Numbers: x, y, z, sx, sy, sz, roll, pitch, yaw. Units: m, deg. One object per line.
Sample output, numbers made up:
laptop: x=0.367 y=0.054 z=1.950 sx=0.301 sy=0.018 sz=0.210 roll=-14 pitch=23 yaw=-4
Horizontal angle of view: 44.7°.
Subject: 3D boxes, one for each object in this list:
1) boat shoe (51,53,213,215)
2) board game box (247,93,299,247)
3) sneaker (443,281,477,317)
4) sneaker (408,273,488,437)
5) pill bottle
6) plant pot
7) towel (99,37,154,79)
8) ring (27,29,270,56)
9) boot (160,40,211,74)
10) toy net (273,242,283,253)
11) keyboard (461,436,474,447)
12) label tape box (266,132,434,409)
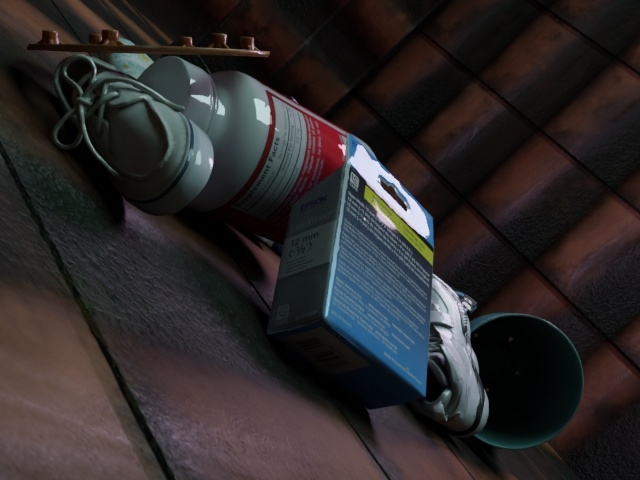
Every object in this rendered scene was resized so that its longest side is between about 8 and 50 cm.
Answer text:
boat shoe: x=-0.266 y=-0.163 z=0.983 sx=0.156 sy=0.136 sz=0.367 roll=37 pitch=6 yaw=-42
board game box: x=-0.085 y=-0.129 z=1.466 sx=0.042 sy=0.243 sz=0.165 roll=27 pitch=-10 yaw=46
sneaker: x=0.261 y=0.205 z=1.906 sx=0.140 sy=0.125 sz=0.341 roll=40 pitch=32 yaw=9
sneaker: x=0.222 y=0.207 z=1.560 sx=0.210 sy=0.137 sz=0.366 roll=33 pitch=38 yaw=-58
pill bottle: x=-0.108 y=-0.132 z=1.258 sx=0.408 sy=0.229 sz=0.229 roll=23 pitch=22 yaw=-43
plant pot: x=0.412 y=0.297 z=1.766 sx=0.293 sy=0.293 sz=0.235 roll=46 pitch=1 yaw=-2
towel: x=-0.266 y=-0.216 z=1.528 sx=0.374 sy=0.090 sz=0.320 roll=41 pitch=8 yaw=-40
ring: x=-0.241 y=-0.281 z=1.111 sx=0.337 sy=0.032 sz=0.336 roll=2 pitch=13 yaw=0
boot: x=-0.214 y=-0.261 z=1.510 sx=0.246 sy=0.083 sz=0.161 roll=54 pitch=1 yaw=0
toy net: x=-0.075 y=-0.011 z=1.691 sx=0.122 sy=0.045 sz=0.232 roll=43 pitch=7 yaw=-26
keyboard: x=0.278 y=0.375 z=1.721 sx=0.108 sy=0.023 sz=0.180 roll=43 pitch=6 yaw=-28
label tape box: x=0.061 y=0.046 z=1.195 sx=0.249 sy=0.115 sz=0.347 roll=41 pitch=41 yaw=-35
